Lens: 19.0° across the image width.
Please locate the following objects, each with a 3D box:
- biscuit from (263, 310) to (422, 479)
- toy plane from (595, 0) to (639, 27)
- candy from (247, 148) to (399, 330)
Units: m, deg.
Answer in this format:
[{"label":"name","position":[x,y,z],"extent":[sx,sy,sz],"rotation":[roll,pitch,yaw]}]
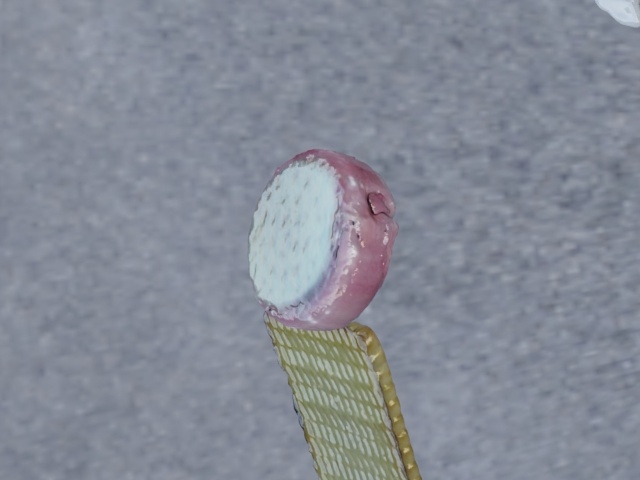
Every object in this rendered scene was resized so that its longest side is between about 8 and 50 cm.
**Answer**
[{"label":"biscuit","position":[0.032,0.181,1.853],"extent":[0.172,0.029,0.254],"rotation":[11,124,56]},{"label":"toy plane","position":[0.249,-0.247,1.297],"extent":[0.252,0.252,0.118],"rotation":[38,158,29]},{"label":"candy","position":[0.000,0.000,1.069],"extent":[0.103,0.043,0.103],"rotation":[-22,61,49]}]
